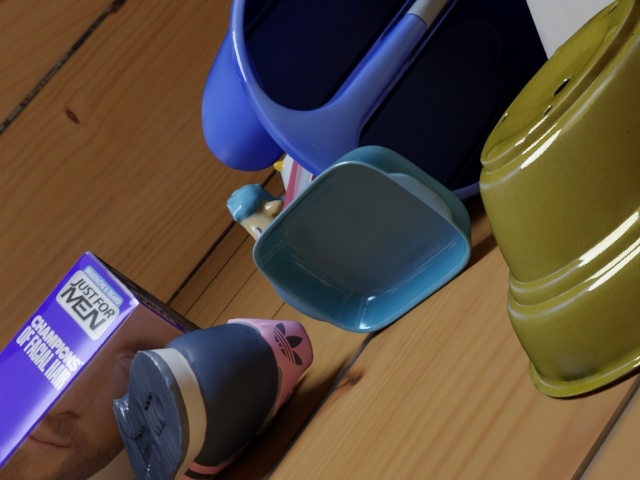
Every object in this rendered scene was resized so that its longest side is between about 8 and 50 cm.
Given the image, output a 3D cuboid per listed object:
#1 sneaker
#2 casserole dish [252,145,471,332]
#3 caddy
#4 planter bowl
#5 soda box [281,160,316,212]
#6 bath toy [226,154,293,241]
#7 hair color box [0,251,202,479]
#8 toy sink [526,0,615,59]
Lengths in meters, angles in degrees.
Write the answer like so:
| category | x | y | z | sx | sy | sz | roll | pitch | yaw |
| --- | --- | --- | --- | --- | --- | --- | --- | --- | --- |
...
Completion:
| category | x | y | z | sx | sy | sz | roll | pitch | yaw |
| --- | --- | --- | --- | --- | --- | --- | --- | --- | --- |
| sneaker | -0.088 | 0.143 | 1.125 | 0.131 | 0.112 | 0.319 | -20 | -10 | -20 |
| casserole dish | 0.030 | -0.002 | 0.951 | 0.188 | 0.114 | 0.037 | -42 | 16 | 51 |
| caddy | 0.063 | -0.155 | 1.071 | 0.341 | 0.241 | 0.179 | -55 | 4 | -32 |
| planter bowl | 0.135 | -0.043 | 0.613 | 0.217 | 0.090 | 0.217 | -49 | 6 | 7 |
| soda box | 0.038 | -0.124 | 1.237 | 0.083 | 0.092 | 0.263 | 155 | 128 | -71 |
| bath toy | 0.058 | -0.121 | 1.383 | 0.348 | 0.129 | 0.151 | -46 | 8 | 26 |
| hair color box | -0.244 | 0.199 | 1.292 | 0.339 | 0.185 | 0.110 | -51 | 47 | -2 |
| toy sink | 0.194 | -0.206 | 0.835 | 0.131 | 0.234 | 0.153 | -21 | 2 | -8 |
